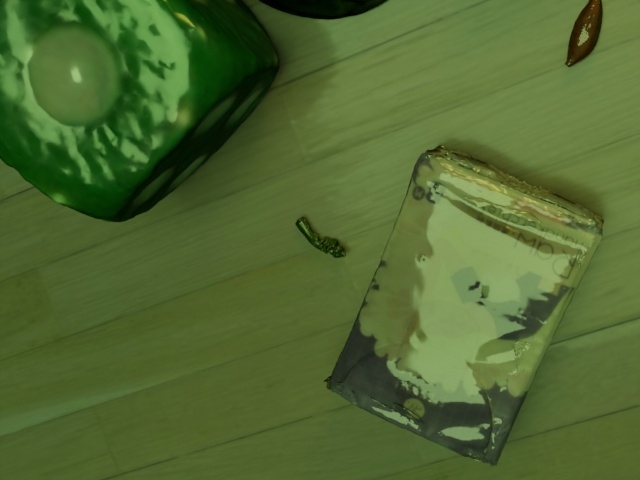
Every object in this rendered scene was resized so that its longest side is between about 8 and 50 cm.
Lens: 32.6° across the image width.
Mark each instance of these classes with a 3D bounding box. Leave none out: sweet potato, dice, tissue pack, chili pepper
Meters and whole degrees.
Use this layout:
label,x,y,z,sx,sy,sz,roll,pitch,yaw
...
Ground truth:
label,x,y,z,sx,sy,sz,roll,pitch,yaw
sweet potato,0.321,-0.253,1.318,0.034,0.034,0.095,22,106,11
dice,-0.245,-0.216,1.347,0.287,0.300,0.297,43,107,1
tissue pack,0.179,0.076,1.372,0.242,0.125,0.343,25,104,11
chili pepper,0.000,0.000,1.461,0.083,0.022,0.027,37,109,10

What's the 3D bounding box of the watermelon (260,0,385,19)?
label,x,y,z,sx,sy,sz,roll,pitch,yaw
watermelon,-0.045,-0.368,1.382,0.301,0.123,0.129,35,75,8
